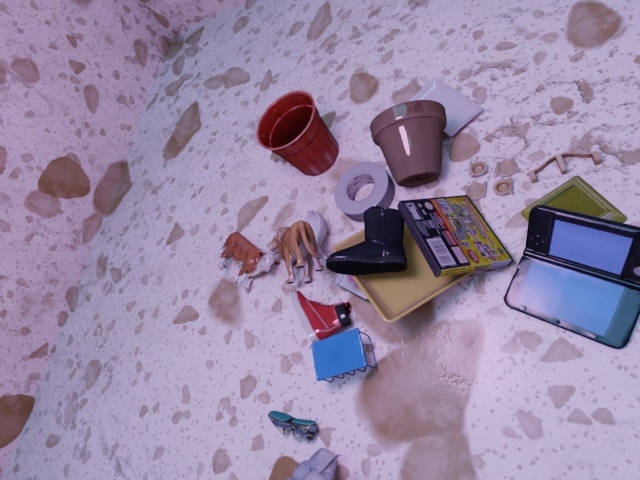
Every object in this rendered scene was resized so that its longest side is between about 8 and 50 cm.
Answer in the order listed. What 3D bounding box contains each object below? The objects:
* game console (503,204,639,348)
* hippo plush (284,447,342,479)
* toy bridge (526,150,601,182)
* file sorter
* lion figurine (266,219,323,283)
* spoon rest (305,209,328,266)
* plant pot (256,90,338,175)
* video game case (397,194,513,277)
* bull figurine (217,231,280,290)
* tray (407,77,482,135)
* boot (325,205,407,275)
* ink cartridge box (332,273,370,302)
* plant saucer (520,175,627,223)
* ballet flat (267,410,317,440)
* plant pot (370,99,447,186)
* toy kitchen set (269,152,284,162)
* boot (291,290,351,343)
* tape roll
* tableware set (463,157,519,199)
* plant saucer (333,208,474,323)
[{"bbox_3d":[0.638,0.082,1.003,0.293,0.250,0.173,22,54,37],"label":"game console"},{"bbox_3d":[0.024,0.729,1.091,0.294,0.234,0.236,-44,81,26],"label":"hippo plush"},{"bbox_3d":[0.714,-0.227,1.195,0.188,0.026,0.063,-16,57,26],"label":"toy bridge"},{"bbox_3d":[0.076,0.365,1.265,0.171,0.104,0.118,-25,56,21],"label":"file sorter"},{"bbox_3d":[-0.078,0.015,1.436,0.392,0.142,0.240,137,127,-61],"label":"lion figurine"},{"bbox_3d":[0.000,0.000,1.497,0.276,0.084,0.137,58,141,36],"label":"spoon rest"},{"bbox_3d":[-0.074,-0.414,1.649,0.273,0.265,0.272,-14,60,26],"label":"plant pot"},{"bbox_3d":[0.393,-0.023,1.196,0.249,0.035,0.274,-7,52,-17],"label":"video game case"},{"bbox_3d":[-0.306,0.083,1.658,0.310,0.101,0.188,35,91,39],"label":"bull figurine"},{"bbox_3d":[0.456,-0.494,1.494,0.145,0.030,0.270,-42,52,10],"label":"tray"},{"bbox_3d":[0.141,-0.003,1.236,0.247,0.094,0.207,-2,56,6],"label":"boot"},{"bbox_3d":[0.154,0.141,1.353,0.209,0.062,0.108,26,81,38],"label":"ink cartridge box"},{"bbox_3d":[0.695,-0.079,1.121,0.188,0.045,0.188,-36,52,14],"label":"plant saucer"},{"bbox_3d":[-0.096,0.599,1.291,0.189,0.070,0.070,-2,66,36],"label":"ballet flat"},{"bbox_3d":[0.316,-0.315,1.378,0.263,0.263,0.229,-15,77,27],"label":"plant pot"},{"bbox_3d":[-0.179,-0.406,1.870,0.068,0.075,0.083,33,127,4],"label":"toy kitchen set"},{"bbox_3d":[0.006,0.233,1.404,0.176,0.088,0.244,-31,41,-5],"label":"boot"},{"bbox_3d":[0.163,-0.181,1.503,0.219,0.072,0.219,-15,61,28],"label":"tape roll"},{"bbox_3d":[0.547,-0.199,1.294,0.169,0.020,0.140,-3,66,33],"label":"tableware set"},{"bbox_3d":[0.260,0.070,1.262,0.333,0.081,0.332,-30,51,-7],"label":"plant saucer"}]
